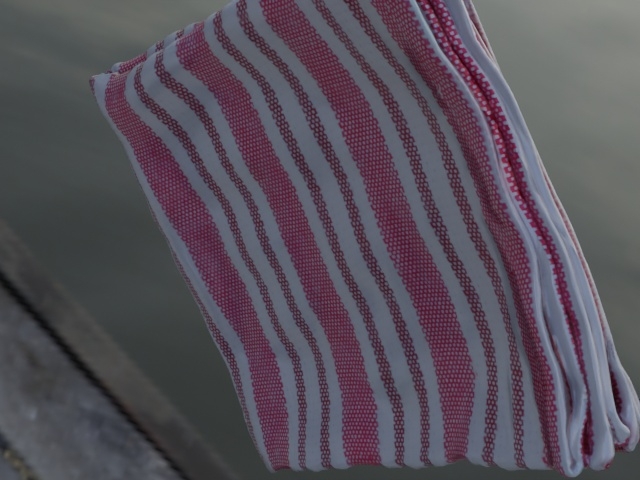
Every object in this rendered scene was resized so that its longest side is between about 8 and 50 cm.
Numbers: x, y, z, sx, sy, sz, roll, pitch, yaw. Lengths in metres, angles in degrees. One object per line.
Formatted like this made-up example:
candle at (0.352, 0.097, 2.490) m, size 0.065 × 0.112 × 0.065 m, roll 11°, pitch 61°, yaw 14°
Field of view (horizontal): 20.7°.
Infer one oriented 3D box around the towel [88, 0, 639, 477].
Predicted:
towel at (0.000, 0.000, 0.488) m, size 0.029 × 0.197 × 0.144 m, roll -27°, pitch 97°, yaw -29°
